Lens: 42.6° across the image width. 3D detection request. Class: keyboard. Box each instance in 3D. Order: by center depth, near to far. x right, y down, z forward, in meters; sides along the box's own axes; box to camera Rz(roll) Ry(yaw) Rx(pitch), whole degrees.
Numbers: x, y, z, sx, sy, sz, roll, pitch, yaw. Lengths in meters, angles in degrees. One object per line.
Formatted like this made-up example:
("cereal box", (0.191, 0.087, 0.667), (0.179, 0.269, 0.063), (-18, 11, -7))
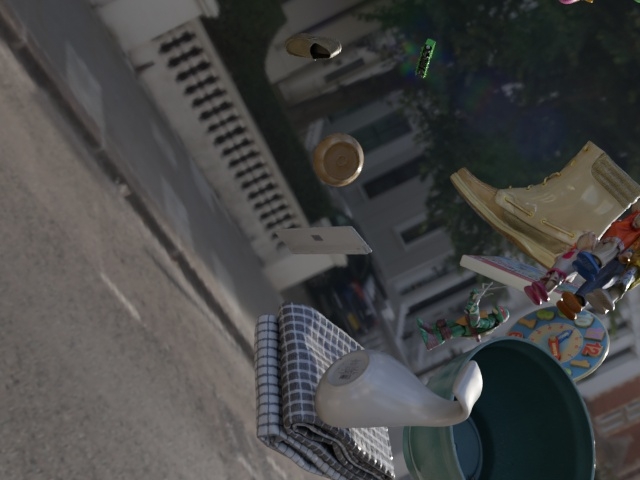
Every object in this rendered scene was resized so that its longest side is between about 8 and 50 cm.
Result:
("keyboard", (0.000, 0.000, 1.672), (0.256, 0.014, 0.072), (-2, -50, 52))

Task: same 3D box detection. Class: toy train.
("toy train", (0.150, -0.260, 1.175), (0.017, 0.024, 0.083), (26, -15, 7))

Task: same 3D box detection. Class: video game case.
("video game case", (0.419, 0.077, 1.645), (0.204, 0.025, 0.285), (24, 10, 28))

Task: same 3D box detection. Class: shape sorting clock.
("shape sorting clock", (0.452, 0.200, 1.593), (0.206, 0.206, 0.040), (-112, 180, -53))

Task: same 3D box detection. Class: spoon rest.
("spoon rest", (0.101, 0.205, 1.112), (0.276, 0.137, 0.084), (-6, -55, 47))

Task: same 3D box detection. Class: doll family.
("doll family", (0.402, 0.037, 1.115), (0.118, 0.163, 0.263), (50, -16, 6))

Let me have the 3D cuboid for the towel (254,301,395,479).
("towel", (0.015, 0.257, 1.329), (0.283, 0.121, 0.235), (41, 28, -39))

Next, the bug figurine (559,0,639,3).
("bug figurine", (0.456, -0.392, 1.208), (0.279, 0.216, 0.072), (17, -53, 43))

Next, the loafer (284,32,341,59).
("loafer", (-0.024, -0.473, 2.012), (0.050, 0.147, 0.056), (-59, 146, -48))

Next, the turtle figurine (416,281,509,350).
("turtle figurine", (0.340, 0.175, 1.875), (0.175, 0.234, 0.118), (17, 51, -84))

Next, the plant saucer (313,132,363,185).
("plant saucer", (0.031, -0.125, 1.280), (0.083, 0.083, 0.015), (64, -10, -18))

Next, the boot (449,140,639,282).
("boot", (0.362, -0.086, 1.335), (0.262, 0.203, 0.095), (42, 9, 23))

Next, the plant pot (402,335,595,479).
("plant pot", (0.251, 0.314, 1.280), (0.196, 0.293, 0.293), (-31, -97, 52))
